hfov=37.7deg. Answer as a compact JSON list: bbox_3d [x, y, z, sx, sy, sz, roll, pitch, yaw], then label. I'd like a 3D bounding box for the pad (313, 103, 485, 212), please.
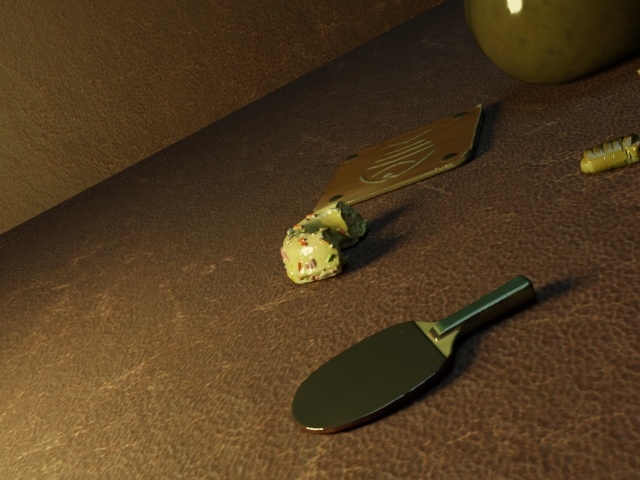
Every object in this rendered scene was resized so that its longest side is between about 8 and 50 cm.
[{"bbox_3d":[0.138,-0.138,1.598,0.286,0.018,0.284,-20,19,22],"label":"pad"}]

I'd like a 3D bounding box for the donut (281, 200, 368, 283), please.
[{"bbox_3d":[-0.004,0.002,1.305,0.108,0.065,0.166,-19,18,23],"label":"donut"}]

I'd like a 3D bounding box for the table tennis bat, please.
[{"bbox_3d":[0.092,0.111,0.937,0.274,0.021,0.154,-29,18,-3],"label":"table tennis bat"}]

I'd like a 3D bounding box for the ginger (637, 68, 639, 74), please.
[{"bbox_3d":[0.565,-0.321,1.322,0.267,0.138,0.152,-26,11,17],"label":"ginger"}]

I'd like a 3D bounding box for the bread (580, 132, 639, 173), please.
[{"bbox_3d":[0.365,-0.109,1.162,0.088,0.034,0.049,-16,14,31],"label":"bread"}]

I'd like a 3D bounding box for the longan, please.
[{"bbox_3d":[0.416,-0.430,1.563,0.360,0.361,0.361,-24,17,8],"label":"longan"}]
